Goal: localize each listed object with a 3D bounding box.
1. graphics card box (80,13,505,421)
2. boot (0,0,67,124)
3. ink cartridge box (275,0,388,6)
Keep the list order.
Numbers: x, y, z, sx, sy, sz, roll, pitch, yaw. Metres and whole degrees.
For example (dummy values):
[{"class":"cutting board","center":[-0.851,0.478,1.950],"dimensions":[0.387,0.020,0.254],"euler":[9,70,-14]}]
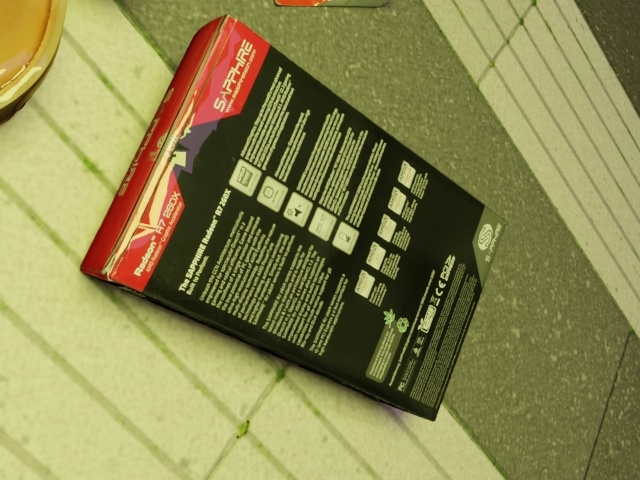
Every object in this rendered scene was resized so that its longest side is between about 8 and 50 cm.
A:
[{"class":"graphics card box","center":[0.000,0.000,0.637],"dimensions":[0.371,0.094,0.232],"euler":[29,76,-31]},{"class":"boot","center":[-0.305,-0.126,0.445],"dimensions":[0.220,0.109,0.283],"euler":[25,72,-30]},{"class":"ink cartridge box","center":[0.006,-0.348,0.790],"dimensions":[0.179,0.045,0.145],"euler":[-18,91,-44]}]
